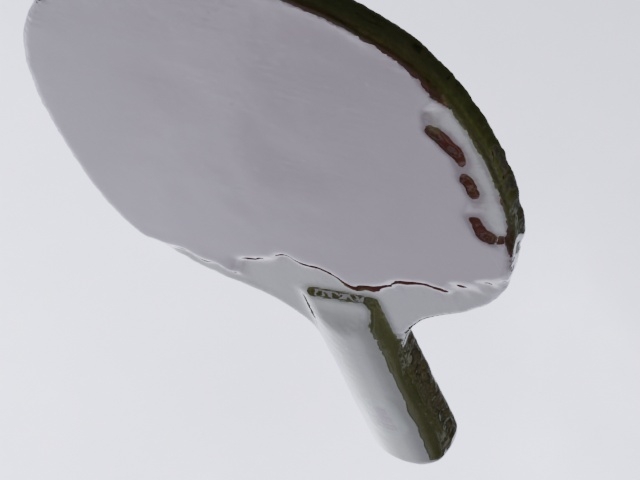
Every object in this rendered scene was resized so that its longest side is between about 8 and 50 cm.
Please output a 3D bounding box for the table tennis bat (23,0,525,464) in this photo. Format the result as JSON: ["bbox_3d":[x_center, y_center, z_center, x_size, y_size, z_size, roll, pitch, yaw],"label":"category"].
[{"bbox_3d":[0.000,0.000,0.535,0.022,0.131,0.234,-69,-28,-27],"label":"table tennis bat"}]
